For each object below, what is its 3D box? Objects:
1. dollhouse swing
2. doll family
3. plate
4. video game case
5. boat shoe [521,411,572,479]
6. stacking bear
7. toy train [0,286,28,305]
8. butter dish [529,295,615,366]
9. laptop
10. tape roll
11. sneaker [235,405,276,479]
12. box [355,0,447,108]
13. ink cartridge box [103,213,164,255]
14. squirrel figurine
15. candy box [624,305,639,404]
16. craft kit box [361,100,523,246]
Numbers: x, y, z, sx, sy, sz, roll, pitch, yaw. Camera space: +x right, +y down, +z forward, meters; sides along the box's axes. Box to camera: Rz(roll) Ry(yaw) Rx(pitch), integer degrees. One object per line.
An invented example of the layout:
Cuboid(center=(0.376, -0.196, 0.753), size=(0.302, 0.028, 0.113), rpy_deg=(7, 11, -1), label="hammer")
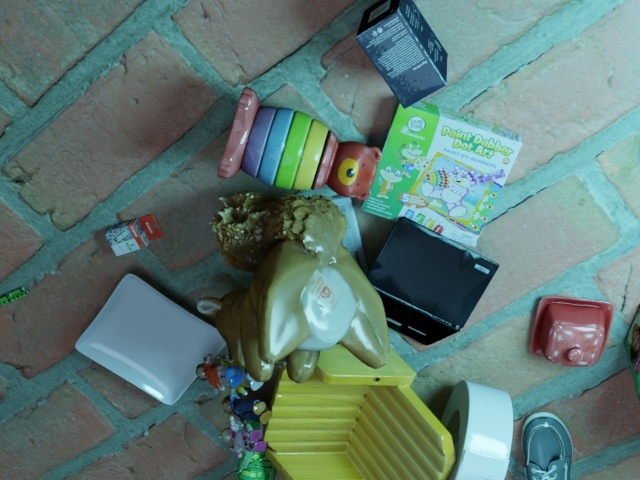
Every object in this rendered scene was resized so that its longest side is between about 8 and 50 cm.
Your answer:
Cuboid(center=(0.072, 0.454, 1.899), size=(0.315, 0.305, 0.347), rpy_deg=(4, 122, -20), label="dollhouse swing")
Cuboid(center=(-0.187, 0.361, 1.987), size=(0.163, 0.118, 0.263), rpy_deg=(-2, 110, 50), label="doll family")
Cuboid(center=(-0.390, 0.228, 2.013), size=(0.277, 0.045, 0.278), rpy_deg=(34, 119, -13), label="plate")
Cuboid(center=(0.000, 0.000, 1.833), size=(0.173, 0.022, 0.190), rpy_deg=(-8, 119, 13), label="video game case")
Cuboid(center=(0.536, 0.545, 2.024), size=(0.116, 0.099, 0.320), rpy_deg=(-5, 119, 12), label="boat shoe")
Cuboid(center=(-0.030, -0.164, 1.658), size=(0.288, 0.164, 0.176), rpy_deg=(17, 96, -3), label="stacking bear")
Cuboid(center=(-0.718, 0.130, 2.022), size=(0.083, 0.017, 0.024), rpy_deg=(-23, 104, 20), label="toy train")
Cuboid(center=(0.532, 0.210, 1.818), size=(0.160, 0.118, 0.160), rpy_deg=(6, 120, 5), label="butter dish")
Cuboid(center=(0.200, 0.094, 1.831), size=(0.234, 0.137, 0.264), rpy_deg=(27, 156, -8), label="laptop")
Cuboid(center=(0.328, 0.455, 1.895), size=(0.100, 0.286, 0.286), rpy_deg=(15, 121, -2), label="tape roll")
Cuboid(center=(-0.144, 0.524, 2.103), size=(0.109, 0.123, 0.296), rpy_deg=(6, 120, 5), label="sneaker")
Cuboid(center=(0.147, -0.342, 1.530), size=(0.093, 0.156, 0.158), rpy_deg=(-29, 112, 24), label="box")
Cuboid(center=(-0.406, -0.012, 1.883), size=(0.115, 0.029, 0.063), rpy_deg=(-16, 116, 18), label="ink cartridge box")
Cuboid(center=(-0.089, 0.094, 1.759), size=(0.281, 0.397, 0.370), rpy_deg=(-1, 171, -32), label="squirrel figurine")
Cuboid(center=(0.771, 0.279, 1.705), size=(0.268, 0.317, 0.122), rpy_deg=(10, 121, 3), label="candy box")
Cuboid(center=(0.234, -0.133, 1.702), size=(0.249, 0.061, 0.247), rpy_deg=(17, 119, -2), label="craft kit box")
